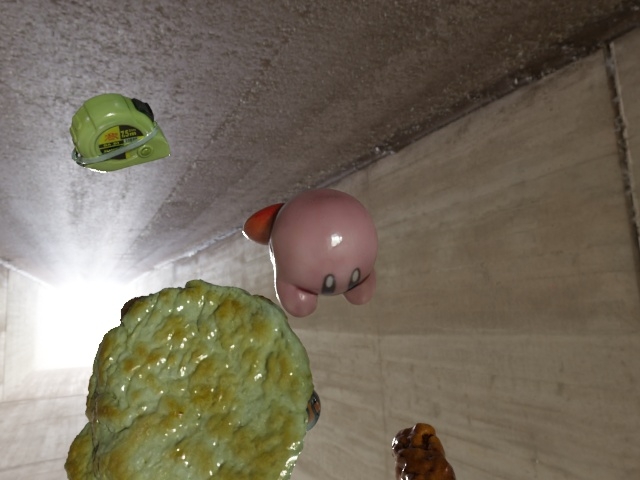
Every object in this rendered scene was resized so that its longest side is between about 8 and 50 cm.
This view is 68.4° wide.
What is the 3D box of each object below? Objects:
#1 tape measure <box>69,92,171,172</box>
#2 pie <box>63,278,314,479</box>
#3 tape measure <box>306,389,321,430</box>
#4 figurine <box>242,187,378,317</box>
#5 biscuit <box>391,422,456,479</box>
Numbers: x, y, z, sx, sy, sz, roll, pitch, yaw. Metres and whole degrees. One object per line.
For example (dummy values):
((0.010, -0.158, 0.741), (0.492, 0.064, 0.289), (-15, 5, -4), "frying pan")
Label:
((-0.387, -0.203, 0.892), (0.177, 0.087, 0.154), (-25, 153, -23), "tape measure")
((-0.131, 0.170, 0.466), (0.257, 0.274, 0.105), (0, 151, 22), "pie")
((-0.045, 0.338, 0.913), (0.104, 0.107, 0.180), (-40, -178, -9), "tape measure")
((-0.001, -0.009, 0.941), (0.270, 0.261, 0.211), (-7, 142, -17), "figurine")
((0.213, 0.535, 0.868), (0.110, 0.312, 0.318), (-14, -161, 0), "biscuit")
